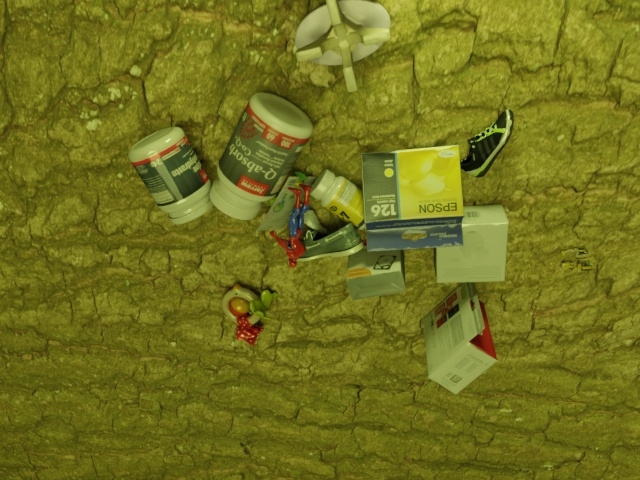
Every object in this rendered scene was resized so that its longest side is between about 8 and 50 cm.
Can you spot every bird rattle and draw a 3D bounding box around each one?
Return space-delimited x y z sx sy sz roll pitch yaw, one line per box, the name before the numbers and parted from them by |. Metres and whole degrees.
bird rattle | -0.281 0.266 2.119 0.207 0.143 0.253 38 132 -2

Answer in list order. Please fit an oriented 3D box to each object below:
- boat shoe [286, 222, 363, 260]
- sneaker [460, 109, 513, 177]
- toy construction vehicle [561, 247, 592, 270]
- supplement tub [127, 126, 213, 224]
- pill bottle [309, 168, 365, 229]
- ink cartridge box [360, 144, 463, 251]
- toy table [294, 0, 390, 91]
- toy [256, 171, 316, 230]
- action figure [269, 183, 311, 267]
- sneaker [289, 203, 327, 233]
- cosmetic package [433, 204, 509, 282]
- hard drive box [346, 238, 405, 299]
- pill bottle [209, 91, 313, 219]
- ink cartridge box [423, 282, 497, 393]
boat shoe | 0.000 0.000 1.872 0.319 0.116 0.099 -6 113 41
sneaker | 0.495 -0.294 1.680 0.097 0.084 0.234 21 121 -4
toy construction vehicle | 0.867 0.064 1.882 0.098 0.035 0.086 -6 131 14
supplement tub | -0.472 -0.209 1.788 0.191 0.191 0.272 -17 117 17
pill bottle | 0.076 -0.134 1.807 0.208 0.119 0.119 33 119 -12
ink cartridge box | 0.283 -0.129 1.718 0.303 0.072 0.307 -4 82 6
toy table | 0.058 -0.554 1.528 0.274 0.161 0.252 -20 121 18
toy | -0.125 -0.136 1.851 0.056 0.137 0.237 52 123 22
action figure | -0.108 -0.048 1.817 0.139 0.091 0.280 17 114 32
sneaker | -0.032 -0.072 1.896 0.152 0.054 0.061 32 83 -27
cosmetic package | 0.490 0.012 1.832 0.224 0.138 0.224 -2 119 8
hard drive box | 0.188 0.086 1.859 0.181 0.232 0.089 -10 118 12
pill bottle | -0.193 -0.252 1.717 0.210 0.210 0.363 28 120 -10
ink cartridge box | 0.495 0.318 1.914 0.130 0.309 0.272 33 120 -13
